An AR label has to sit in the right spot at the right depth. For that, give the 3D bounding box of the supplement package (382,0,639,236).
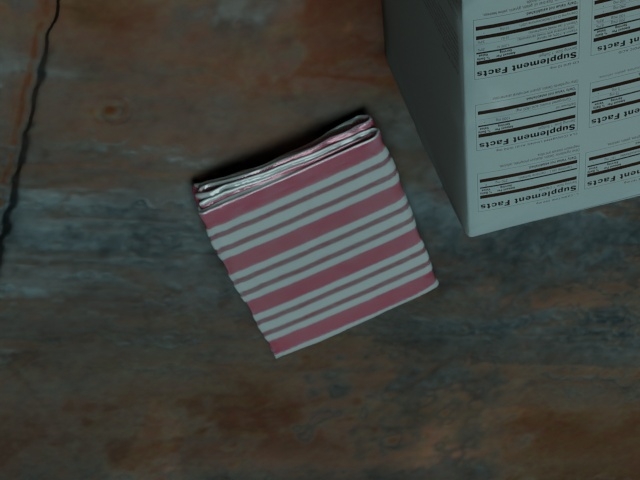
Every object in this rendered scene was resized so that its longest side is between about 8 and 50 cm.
[{"bbox_3d":[0.130,-0.151,1.111,0.149,0.194,0.203,-13,135,-7],"label":"supplement package"}]

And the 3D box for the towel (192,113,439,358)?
[{"bbox_3d":[0.000,0.000,1.326,0.144,0.029,0.197,-22,137,2],"label":"towel"}]
